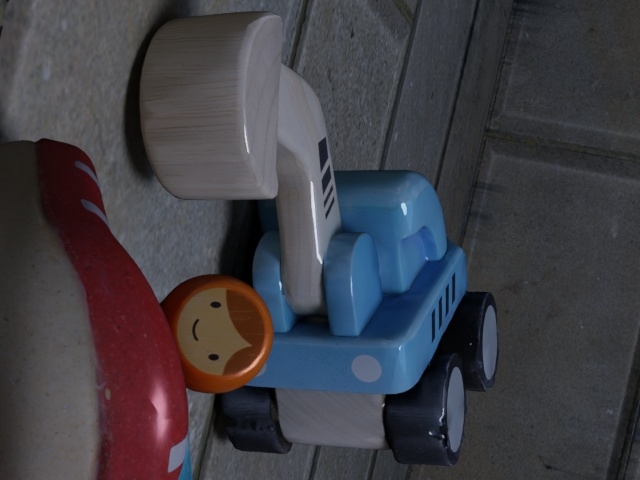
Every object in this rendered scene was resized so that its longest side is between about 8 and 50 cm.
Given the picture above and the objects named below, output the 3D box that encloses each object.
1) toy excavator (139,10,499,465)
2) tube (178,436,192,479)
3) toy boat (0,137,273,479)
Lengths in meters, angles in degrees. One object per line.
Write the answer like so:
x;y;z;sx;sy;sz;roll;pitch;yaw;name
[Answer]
0.000;0.000;0.882;0.433;0.222;0.445;-45;131;-61;toy excavator
-0.142;0.247;0.799;0.207;0.052;0.080;-63;164;-55;tube
-0.095;0.044;0.471;0.231;0.151;0.150;-128;-136;-63;toy boat
